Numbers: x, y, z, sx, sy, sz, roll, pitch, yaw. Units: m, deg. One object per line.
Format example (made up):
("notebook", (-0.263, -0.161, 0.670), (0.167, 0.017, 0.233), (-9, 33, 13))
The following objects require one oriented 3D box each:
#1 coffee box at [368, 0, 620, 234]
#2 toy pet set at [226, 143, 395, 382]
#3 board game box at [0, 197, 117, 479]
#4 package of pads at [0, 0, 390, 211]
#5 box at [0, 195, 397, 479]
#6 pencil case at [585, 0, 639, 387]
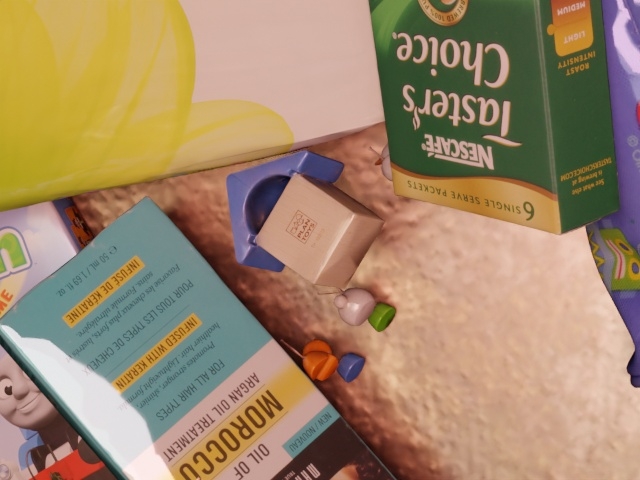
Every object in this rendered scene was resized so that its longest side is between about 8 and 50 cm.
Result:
("coffee box", (0.067, -0.100, 0.704), (0.113, 0.040, 0.184), (18, 123, 50))
("toy pet set", (0.000, 0.000, 0.811), (0.065, 0.114, 0.122), (35, 100, 24))
("board game box", (-0.168, 0.075, 0.884), (0.160, 0.039, 0.211), (-31, 87, 14))
("package of pads", (-0.117, -0.133, 0.768), (0.296, 0.101, 0.229), (-13, 113, 2))
("box", (-0.044, 0.104, 0.818), (0.100, 0.060, 0.244), (-41, 90, -12))
("pencil case", (0.147, -0.082, 0.750), (0.119, 0.133, 0.306), (-21, 91, 8))
